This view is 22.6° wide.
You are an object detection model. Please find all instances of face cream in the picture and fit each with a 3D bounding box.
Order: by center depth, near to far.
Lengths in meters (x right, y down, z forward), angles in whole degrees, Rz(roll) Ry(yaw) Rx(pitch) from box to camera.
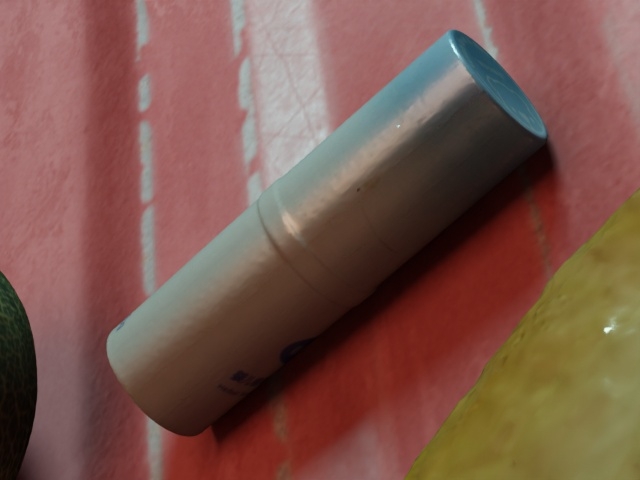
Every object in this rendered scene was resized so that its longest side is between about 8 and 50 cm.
[{"bbox_3d":[0.000,0.000,0.828,0.250,0.077,0.077,-42,38,20],"label":"face cream"}]

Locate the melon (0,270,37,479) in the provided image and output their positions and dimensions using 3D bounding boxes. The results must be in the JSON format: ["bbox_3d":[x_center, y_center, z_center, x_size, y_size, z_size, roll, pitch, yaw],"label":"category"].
[{"bbox_3d":[-0.301,0.121,0.933,0.301,0.237,0.237,-56,36,6],"label":"melon"}]

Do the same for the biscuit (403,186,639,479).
[{"bbox_3d":[0.188,0.118,0.485,0.446,0.104,0.429,-55,36,-6],"label":"biscuit"}]
